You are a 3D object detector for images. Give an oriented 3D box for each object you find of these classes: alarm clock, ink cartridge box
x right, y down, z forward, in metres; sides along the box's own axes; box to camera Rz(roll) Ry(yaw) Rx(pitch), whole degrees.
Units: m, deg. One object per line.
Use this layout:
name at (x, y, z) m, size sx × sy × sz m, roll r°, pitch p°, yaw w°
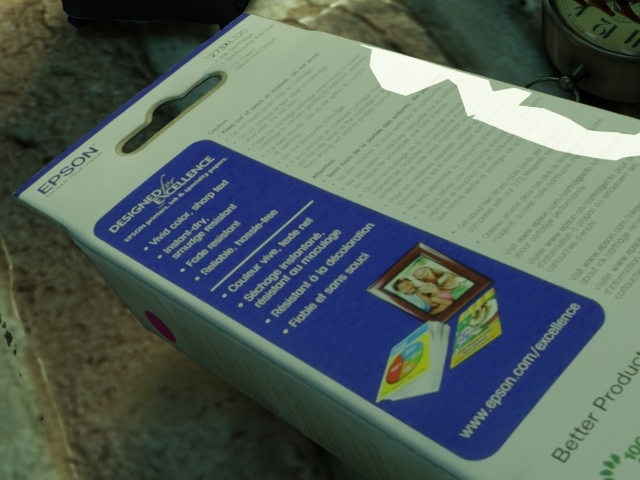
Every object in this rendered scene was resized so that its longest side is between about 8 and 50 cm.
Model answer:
alarm clock at (0.196, -0.137, 0.649) m, size 0.192 × 0.064 × 0.129 m, roll -42°, pitch 62°, yaw -16°
ink cartridge box at (0.033, 0.001, 0.433) m, size 0.371 × 0.069 × 0.176 m, roll 27°, pitch 60°, yaw 39°

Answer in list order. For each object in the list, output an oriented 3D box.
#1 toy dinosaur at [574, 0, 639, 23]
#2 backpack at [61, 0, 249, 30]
toy dinosaur at (0.248, -0.077, 0.546) m, size 0.322 × 0.164 × 0.218 m, roll 14°, pitch 63°, yaw 11°
backpack at (-0.115, -0.251, 0.746) m, size 0.158 × 0.117 × 0.173 m, roll 5°, pitch 59°, yaw 13°
